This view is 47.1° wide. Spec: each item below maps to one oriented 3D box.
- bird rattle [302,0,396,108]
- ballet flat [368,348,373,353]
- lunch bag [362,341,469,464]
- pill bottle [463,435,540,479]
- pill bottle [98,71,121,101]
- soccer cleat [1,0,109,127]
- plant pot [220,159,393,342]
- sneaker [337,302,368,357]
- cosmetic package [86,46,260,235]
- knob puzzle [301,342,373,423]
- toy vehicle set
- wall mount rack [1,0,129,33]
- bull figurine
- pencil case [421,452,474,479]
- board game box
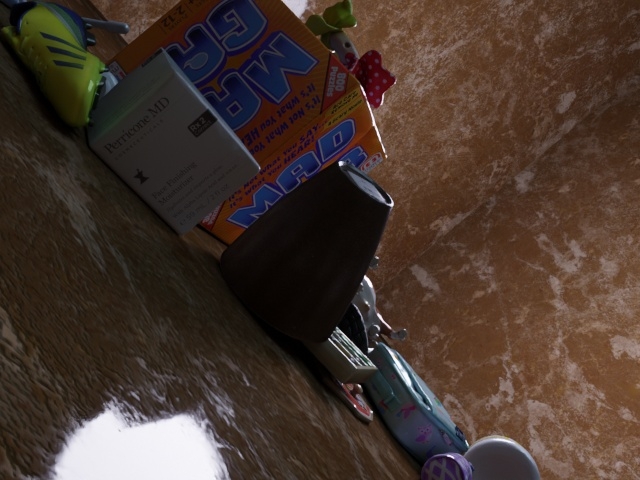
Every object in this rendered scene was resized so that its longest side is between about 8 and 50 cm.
[{"bbox_3d":[0.055,-0.366,1.522,0.254,0.143,0.207,54,-16,14],"label":"bird rattle"},{"bbox_3d":[0.075,0.246,1.692,0.232,0.080,0.073,41,12,-4],"label":"ballet flat"},{"bbox_3d":[0.191,0.354,1.575,0.224,0.108,0.279,50,2,-30],"label":"lunch bag"},{"bbox_3d":[0.439,0.581,1.817,0.188,0.188,0.334,51,2,19],"label":"pill bottle"},{"bbox_3d":[-0.331,-0.223,1.105,0.067,0.067,0.120,50,1,-4],"label":"pill bottle"},{"bbox_3d":[-0.346,-0.229,0.940,0.121,0.093,0.289,13,29,-32],"label":"soccer cleat"},{"bbox_3d":[0.000,0.000,1.123,0.215,0.230,0.215,35,18,-13],"label":"plant pot"},{"bbox_3d":[0.016,0.156,1.509,0.283,0.107,0.124,51,-4,33],"label":"sneaker"},{"bbox_3d":[-0.209,-0.139,1.026,0.184,0.151,0.151,48,3,-33],"label":"cosmetic package"},{"bbox_3d":[0.042,0.247,1.301,0.213,0.030,0.213,50,1,-1],"label":"knob puzzle"},{"bbox_3d":[-0.022,0.137,1.252,0.267,0.035,0.166,44,4,17],"label":"toy vehicle set"},{"bbox_3d":[-0.450,-0.414,1.075,0.304,0.130,0.350,50,2,2],"label":"wall mount rack"},{"bbox_3d":[0.066,0.101,1.569,0.188,0.101,0.311,18,-41,62],"label":"bull figurine"},{"bbox_3d":[0.238,0.443,1.370,0.206,0.086,0.088,43,30,-67],"label":"pencil case"},{"bbox_3d":[-0.138,-0.230,1.413,0.357,0.356,0.356,50,0,19],"label":"board game box"}]
